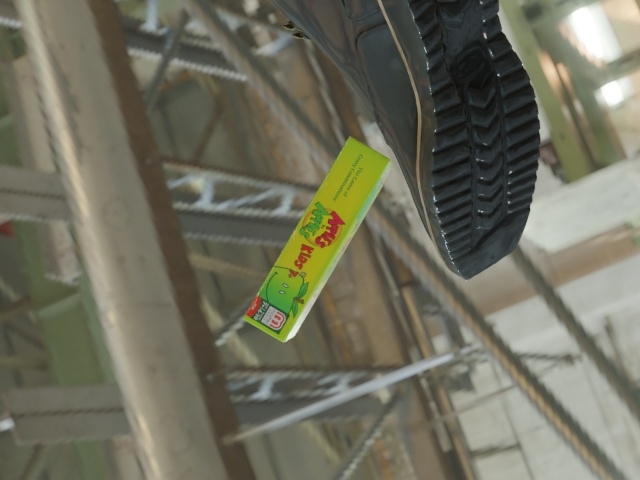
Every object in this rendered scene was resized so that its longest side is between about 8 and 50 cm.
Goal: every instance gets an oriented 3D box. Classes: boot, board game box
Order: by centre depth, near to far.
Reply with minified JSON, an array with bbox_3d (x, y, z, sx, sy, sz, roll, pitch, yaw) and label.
[{"bbox_3d":[0.032,-0.086,0.716,0.077,0.137,0.197,-29,-59,-31],"label":"boot"},{"bbox_3d":[0.000,0.000,1.246,0.043,0.181,0.092,30,-179,3],"label":"board game box"}]
